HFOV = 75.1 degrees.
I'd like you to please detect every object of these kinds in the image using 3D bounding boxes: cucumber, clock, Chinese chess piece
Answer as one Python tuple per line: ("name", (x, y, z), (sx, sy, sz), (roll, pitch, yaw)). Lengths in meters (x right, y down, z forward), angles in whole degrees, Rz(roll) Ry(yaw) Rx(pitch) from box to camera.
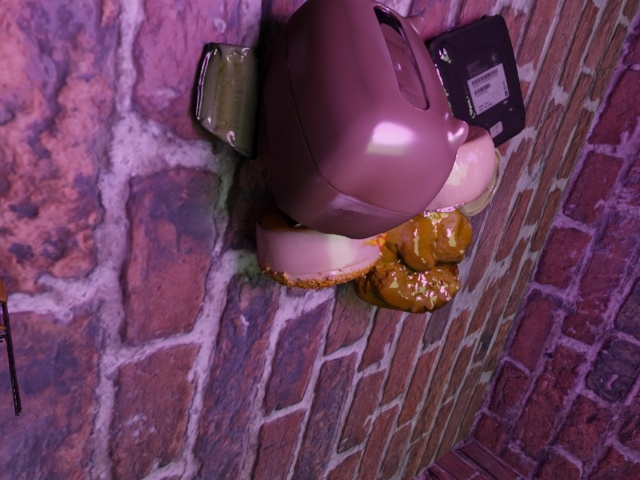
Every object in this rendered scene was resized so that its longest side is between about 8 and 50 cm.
("cucumber", (-0.161, -0.253, 0.762), (0.086, 0.115, 0.193), (-73, 170, -73))
("clock", (0.490, -0.208, 1.388), (0.348, 0.117, 0.286), (-2, 113, -44))
("Chinese chess piece", (0.233, -0.177, 0.990), (0.338, 0.338, 0.140), (-24, 117, -34))

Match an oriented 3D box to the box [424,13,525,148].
("box", (0.436, -0.422, 1.162), (0.359, 0.091, 0.350), (-32, 108, -27))

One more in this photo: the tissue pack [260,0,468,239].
("tissue pack", (0.058, -0.218, 0.704), (0.267, 0.387, 0.277), (11, 146, -33))

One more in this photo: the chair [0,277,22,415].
("chair", (-0.522, 0.144, 0.575), (0.159, 0.172, 0.247), (-7, 73, -42))

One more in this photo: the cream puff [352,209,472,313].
("cream puff", (0.249, 0.055, 1.128), (0.378, 0.275, 0.378), (-18, 148, -11))

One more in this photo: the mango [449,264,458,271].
("mango", (0.359, 0.112, 1.410), (0.287, 0.153, 0.201), (13, 93, -49))

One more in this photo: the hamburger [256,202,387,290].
("hamburger", (0.000, 0.000, 0.909), (0.294, 0.276, 0.179), (-19, 113, -14))
